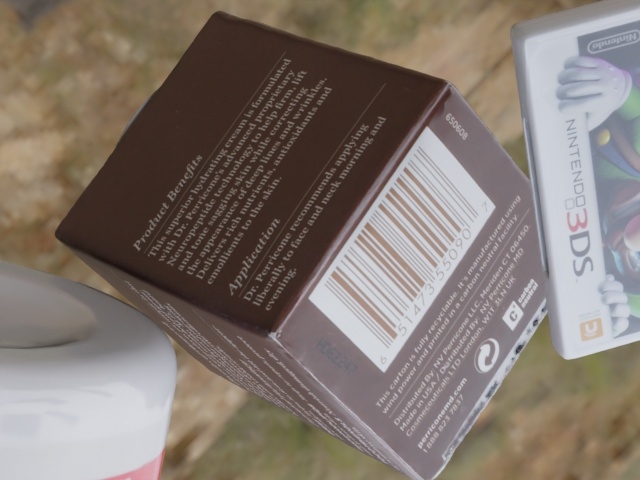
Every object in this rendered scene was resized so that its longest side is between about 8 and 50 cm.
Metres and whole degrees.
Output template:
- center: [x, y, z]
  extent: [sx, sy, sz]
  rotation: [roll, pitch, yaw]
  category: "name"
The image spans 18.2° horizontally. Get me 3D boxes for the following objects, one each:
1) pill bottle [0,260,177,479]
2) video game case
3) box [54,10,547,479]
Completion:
- center: [-0.218, 0.226, 1.048]
  extent: [0.229, 0.229, 0.408]
  rotation: [-23, 126, -68]
  category: "pill bottle"
- center: [0.190, -0.043, 0.931]
  extent: [0.190, 0.173, 0.022]
  rotation: [-15, -150, -7]
  category: "video game case"
- center: [0.000, 0.000, 1.119]
  extent: [0.168, 0.203, 0.167]
  rotation: [-55, 133, -11]
  category: "box"
